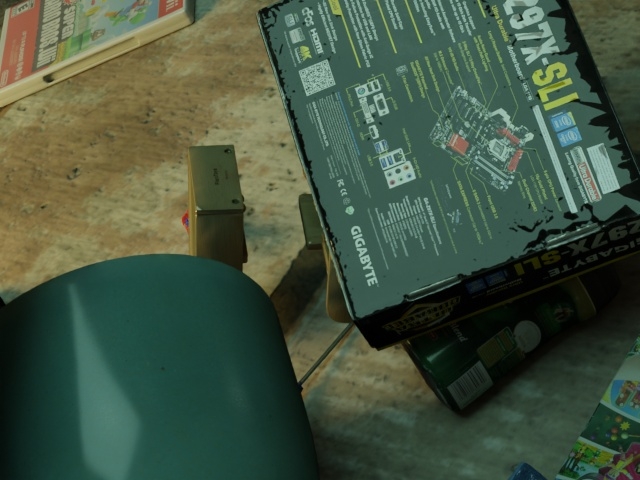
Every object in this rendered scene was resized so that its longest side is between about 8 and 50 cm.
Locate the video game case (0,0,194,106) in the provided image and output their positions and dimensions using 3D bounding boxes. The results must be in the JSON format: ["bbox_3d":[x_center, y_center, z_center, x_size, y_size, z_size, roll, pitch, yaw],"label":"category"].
[{"bbox_3d":[-0.293,-0.292,2.113,0.285,0.025,0.204,-21,39,14],"label":"video game case"}]

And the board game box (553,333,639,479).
[{"bbox_3d":[0.285,0.188,1.128,0.224,0.097,0.303,11,56,42],"label":"board game box"}]

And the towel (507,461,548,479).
[{"bbox_3d":[0.137,0.227,1.242,0.119,0.029,0.067,-40,39,-9],"label":"towel"}]

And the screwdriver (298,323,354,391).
[{"bbox_3d":[-0.009,0.123,1.474,0.024,0.025,0.170,15,49,45],"label":"screwdriver"}]

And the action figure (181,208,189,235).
[{"bbox_3d":[-0.116,-0.011,1.680,0.038,0.030,0.115,-33,32,-9],"label":"action figure"}]

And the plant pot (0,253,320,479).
[{"bbox_3d":[-0.132,0.196,1.276,0.293,0.293,0.235,-29,52,5],"label":"plant pot"}]

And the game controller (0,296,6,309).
[{"bbox_3d":[-0.461,0.167,1.718,0.319,0.067,0.166,-38,24,-7],"label":"game controller"}]

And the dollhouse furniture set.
[{"bbox_3d":[0.000,0.000,1.520,0.242,0.161,0.212,-2,39,-7],"label":"dollhouse furniture set"}]

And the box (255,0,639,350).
[{"bbox_3d":[0.109,-0.100,1.365,0.257,0.079,0.322,-21,63,6],"label":"box"}]

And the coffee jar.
[{"bbox_3d":[0.157,0.056,1.373,0.184,0.079,0.096,-35,38,-3],"label":"coffee jar"}]
